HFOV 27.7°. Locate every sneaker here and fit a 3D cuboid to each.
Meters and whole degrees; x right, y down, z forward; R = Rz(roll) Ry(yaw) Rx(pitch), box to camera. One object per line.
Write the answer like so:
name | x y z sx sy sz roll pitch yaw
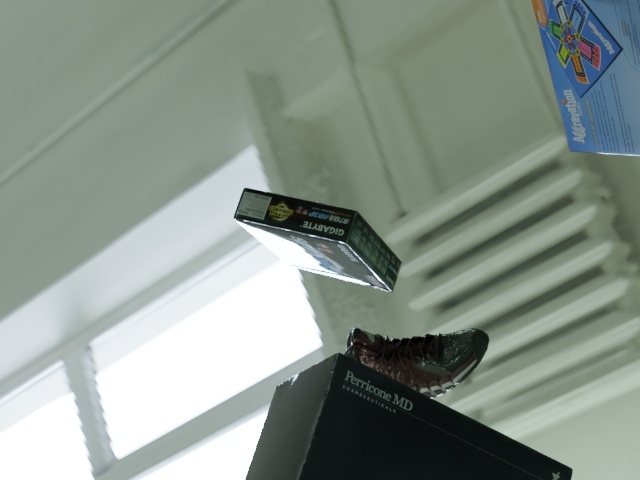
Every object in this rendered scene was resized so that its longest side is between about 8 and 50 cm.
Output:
sneaker | 0.135 0.192 2.195 0.162 0.281 0.106 46 -148 -18

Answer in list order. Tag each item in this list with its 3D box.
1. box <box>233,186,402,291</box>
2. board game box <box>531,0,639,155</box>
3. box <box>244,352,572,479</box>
box | 0.000 0.000 1.821 0.220 0.175 0.051 45 -119 -63
board game box | 0.360 -0.214 1.637 0.027 0.145 0.281 -63 -35 -33
box | 0.081 0.354 1.507 0.343 0.179 0.312 28 -118 -16
